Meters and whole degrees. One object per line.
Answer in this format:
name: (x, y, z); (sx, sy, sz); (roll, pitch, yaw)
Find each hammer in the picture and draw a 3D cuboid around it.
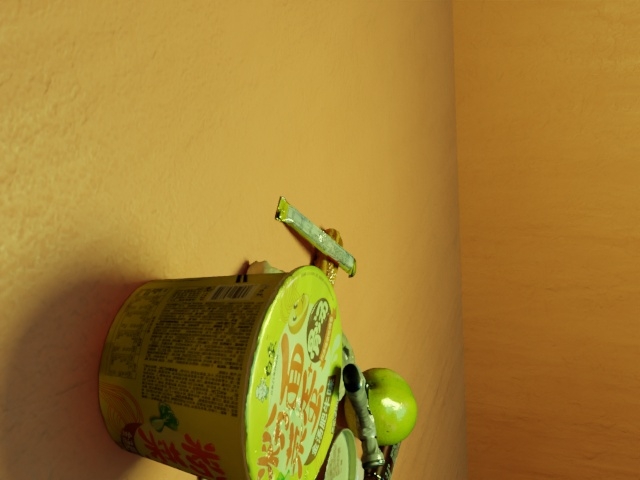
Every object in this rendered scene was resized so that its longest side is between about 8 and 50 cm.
hammer: (0.070, 0.282, 1.140); (0.427, 0.044, 0.152); (76, 3, -67)

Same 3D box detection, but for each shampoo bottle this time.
shampoo bottle: (0.185, 0.569, 1.949); (0.323, 0.084, 0.129); (-61, 151, -50)

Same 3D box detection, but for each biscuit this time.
biscuit: (0.000, 0.000, 1.380); (0.292, 0.026, 0.048); (40, 47, -48)

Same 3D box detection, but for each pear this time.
pear: (0.141, 0.402, 1.691); (0.220, 0.187, 0.188); (47, 47, -37)

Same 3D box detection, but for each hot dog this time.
hot dog: (0.013, 0.048, 1.470); (0.071, 0.045, 0.165); (58, 40, -54)

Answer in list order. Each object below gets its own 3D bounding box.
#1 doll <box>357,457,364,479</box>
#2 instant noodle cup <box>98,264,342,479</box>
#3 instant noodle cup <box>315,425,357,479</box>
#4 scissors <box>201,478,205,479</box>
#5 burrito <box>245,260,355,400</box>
doll: (0.034, 0.578, 1.536); (0.365, 0.094, 0.160); (10, 74, -71)
instant noodle cup: (-0.121, 0.174, 0.890); (0.311, 0.221, 0.312); (4, 90, -69)
instant noodle cup: (-0.047, 0.400, 1.176); (0.234, 0.178, 0.235); (1, 90, -69)
scissors: (-0.174, 0.364, 1.060); (0.110, 0.021, 0.212); (1, 92, -67)
burrito: (-0.039, 0.170, 1.223); (0.332, 0.135, 0.191); (57, 39, -57)
